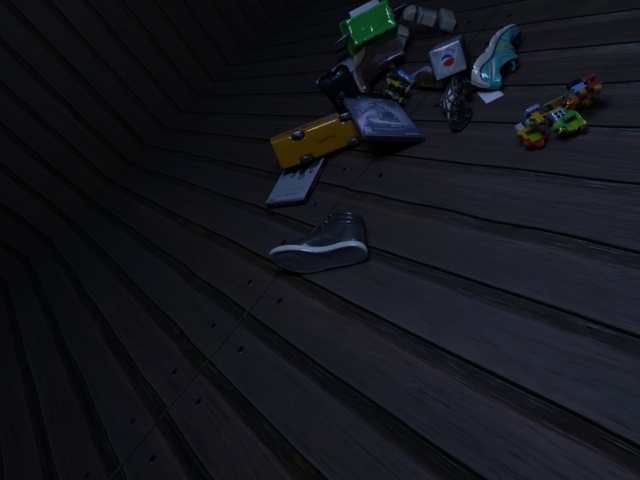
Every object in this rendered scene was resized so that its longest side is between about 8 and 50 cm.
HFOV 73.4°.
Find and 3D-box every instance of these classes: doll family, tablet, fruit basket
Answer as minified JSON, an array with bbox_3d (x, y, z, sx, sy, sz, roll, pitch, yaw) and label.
[{"bbox_3d":[0.270,-0.570,1.541,0.193,0.111,0.076,-54,-7,-50],"label":"doll family"},{"bbox_3d":[0.523,-0.453,1.324,0.054,0.006,0.083,-25,40,16],"label":"tablet"},{"bbox_3d":[0.205,-0.937,1.908,0.326,0.166,0.353,-24,19,9],"label":"fruit basket"}]

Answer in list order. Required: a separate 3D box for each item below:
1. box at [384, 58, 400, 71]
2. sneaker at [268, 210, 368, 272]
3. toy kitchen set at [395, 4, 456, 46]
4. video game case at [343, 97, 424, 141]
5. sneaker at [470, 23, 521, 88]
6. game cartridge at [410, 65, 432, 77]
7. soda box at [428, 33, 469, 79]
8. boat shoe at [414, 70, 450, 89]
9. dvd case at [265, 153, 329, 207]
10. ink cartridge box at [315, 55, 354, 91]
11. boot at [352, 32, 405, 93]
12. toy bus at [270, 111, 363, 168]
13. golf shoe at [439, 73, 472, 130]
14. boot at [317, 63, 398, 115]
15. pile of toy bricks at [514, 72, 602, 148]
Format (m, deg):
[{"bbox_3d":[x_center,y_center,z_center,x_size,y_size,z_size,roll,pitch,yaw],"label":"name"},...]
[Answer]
[{"bbox_3d":[0.275,-0.782,1.832,0.105,0.043,0.179,-21,43,21],"label":"box"},{"bbox_3d":[0.000,0.000,1.209,0.295,0.105,0.147,-9,44,24],"label":"sneaker"},{"bbox_3d":[0.421,-0.866,1.770,0.206,0.166,0.122,12,48,-6],"label":"toy kitchen set"},{"bbox_3d":[0.201,-0.400,1.413,0.195,0.026,0.274,-2,42,-14],"label":"video game case"},{"bbox_3d":[0.572,-0.568,1.352,0.109,0.107,0.275,26,69,25],"label":"sneaker"},{"bbox_3d":[0.374,-0.619,1.606,0.083,0.017,0.056,-29,35,12],"label":"game cartridge"},{"bbox_3d":[0.427,-0.606,1.411,0.097,0.091,0.286,-14,22,26],"label":"soda box"},{"bbox_3d":[0.390,-0.550,1.497,0.152,0.049,0.056,42,108,46],"label":"boat shoe"},{"bbox_3d":[-0.082,-0.218,1.550,0.179,0.030,0.239,-3,49,36],"label":"dvd case"},{"bbox_3d":[0.105,-0.729,1.909,0.223,0.045,0.224,-36,38,3],"label":"ink cartridge box"},{"bbox_3d":[0.234,-0.699,1.706,0.206,0.090,0.249,-18,60,24],"label":"boot"},{"bbox_3d":[-0.007,-0.368,1.542,0.332,0.108,0.130,-20,26,4],"label":"toy bus"},{"bbox_3d":[0.414,-0.411,1.329,0.094,0.077,0.198,141,146,-62],"label":"golf shoe"},{"bbox_3d":[0.132,-0.542,1.564,0.246,0.207,0.094,-7,47,33],"label":"boot"},{"bbox_3d":[0.600,-0.302,1.046,0.212,0.118,0.105,-27,70,0],"label":"pile of toy bricks"}]
